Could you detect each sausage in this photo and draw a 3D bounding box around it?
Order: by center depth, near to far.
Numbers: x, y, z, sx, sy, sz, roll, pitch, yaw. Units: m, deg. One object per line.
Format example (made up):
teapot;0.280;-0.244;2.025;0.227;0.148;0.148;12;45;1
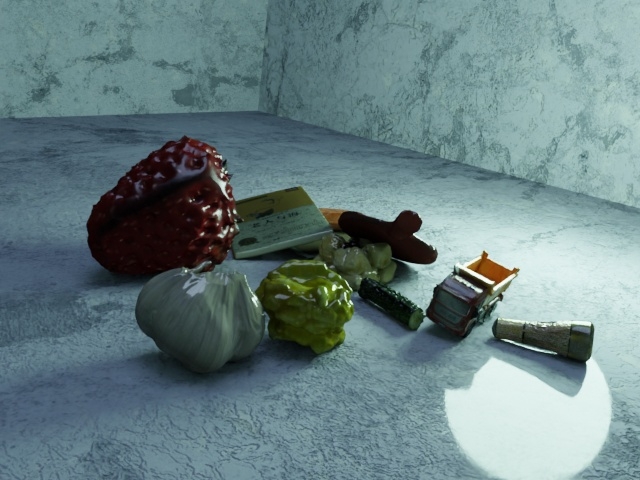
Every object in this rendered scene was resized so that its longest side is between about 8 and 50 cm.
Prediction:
sausage;0.040;-0.060;1.989;0.169;0.065;0.065;4;19;-8

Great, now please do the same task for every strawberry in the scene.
strawberry;-0.369;-0.056;1.556;0.345;0.317;0.295;-20;61;-26

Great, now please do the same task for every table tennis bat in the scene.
table tennis bat;0.175;-0.011;1.688;0.268;0.051;0.414;24;-10;-1

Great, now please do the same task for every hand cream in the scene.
hand cream;0.461;0.198;1.424;0.203;0.084;0.084;6;17;19

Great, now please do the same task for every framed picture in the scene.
framed picture;0.000;0.000;1.920;0.296;0.019;0.232;-8;24;-41

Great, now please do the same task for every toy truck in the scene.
toy truck;0.338;0.112;1.504;0.114;0.135;0.270;30;27;25

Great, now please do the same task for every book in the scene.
book;-0.136;-0.058;1.904;0.269;0.032;0.389;-14;25;-10

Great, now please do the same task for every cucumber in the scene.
cucumber;0.156;0.136;1.511;0.058;0.058;0.187;-6;23;-35

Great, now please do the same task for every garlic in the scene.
garlic;-0.205;0.144;1.169;0.229;0.178;0.142;19;31;-14

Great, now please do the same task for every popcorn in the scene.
popcorn;-0.032;0.128;1.307;0.198;0.155;0.197;15;24;-7

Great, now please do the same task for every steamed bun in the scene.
steamed bun;0.096;0.041;1.690;0.192;0.106;0.177;-3;22;-32
